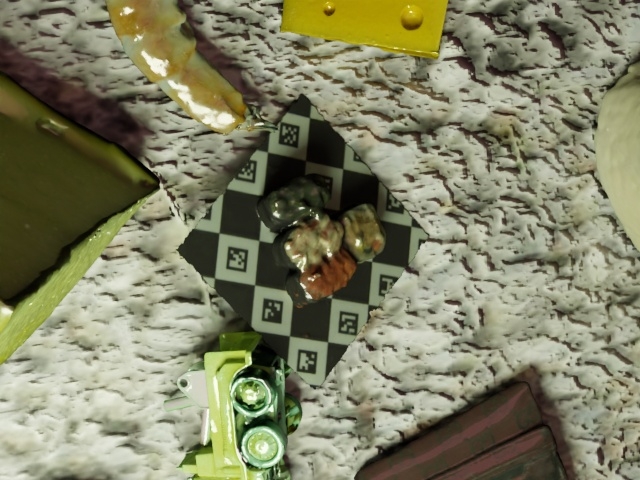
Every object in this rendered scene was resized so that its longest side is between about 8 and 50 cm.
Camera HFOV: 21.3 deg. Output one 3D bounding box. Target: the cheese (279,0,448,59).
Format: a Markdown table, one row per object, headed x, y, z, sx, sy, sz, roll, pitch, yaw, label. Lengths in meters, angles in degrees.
| x | y | z | sx | sy | sz | roll | pitch | yaw | label |
| --- | --- | --- | --- | --- | --- | --- | --- | --- | --- |
| 0.047 | -0.247 | 1.773 | 0.171 | 0.126 | 0.093 | 8 | 95 | 1 | cheese |

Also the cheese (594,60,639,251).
| x | y | z | sx | sy | sz | roll | pitch | yaw | label |
| --- | --- | --- | --- | --- | --- | --- | --- | --- | --- |
| 0.478 | -0.088 | 1.901 | 0.292 | 0.153 | 0.332 | -46 | 111 | -7 | cheese |

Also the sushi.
| x | y | z | sx | sy | sz | roll | pitch | yaw | label |
| --- | --- | --- | --- | --- | --- | --- | --- | --- | --- |
| 0.000 | 0.000 | 1.766 | 0.219 | 0.047 | 0.231 | 47 | 63 | -20 | sushi |

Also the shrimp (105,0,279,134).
| x | y | z | sx | sy | sz | roll | pitch | yaw | label |
| --- | --- | --- | --- | --- | --- | --- | --- | --- | --- |
| -0.124 | -0.248 | 1.707 | 0.185 | 0.068 | 0.287 | -1 | 98 | -12 | shrimp |

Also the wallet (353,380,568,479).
| x | y | z | sx | sy | sz | roll | pitch | yaw | label |
| --- | --- | --- | --- | --- | --- | --- | --- | --- | --- |
| 0.164 | 0.282 | 1.911 | 0.229 | 0.049 | 0.182 | -27 | 110 | -11 | wallet |

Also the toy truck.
| x | y | z | sx | sy | sz | roll | pitch | yaw | label |
| --- | --- | --- | --- | --- | --- | --- | --- | --- | --- |
| -0.088 | 0.229 | 1.791 | 0.135 | 0.128 | 0.259 | -7 | 102 | 11 | toy truck |

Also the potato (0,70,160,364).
| x | y | z | sx | sy | sz | roll | pitch | yaw | label |
| --- | --- | --- | --- | --- | --- | --- | --- | --- | --- |
| -0.361 | -0.026 | 1.596 | 0.280 | 0.330 | 0.213 | 43 | 118 | -3 | potato |
